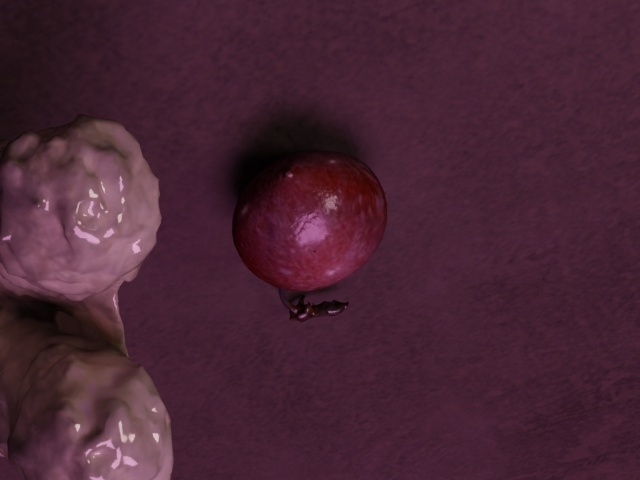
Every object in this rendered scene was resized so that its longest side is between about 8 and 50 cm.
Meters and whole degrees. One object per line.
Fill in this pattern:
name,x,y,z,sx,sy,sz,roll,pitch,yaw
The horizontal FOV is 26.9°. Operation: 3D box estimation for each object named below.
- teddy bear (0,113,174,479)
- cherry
teddy bear,-0.326,0.060,0.684,0.362,0.375,0.327,-11,103,-39
cherry,0.000,0.000,0.935,0.107,0.090,0.225,-34,160,-4
